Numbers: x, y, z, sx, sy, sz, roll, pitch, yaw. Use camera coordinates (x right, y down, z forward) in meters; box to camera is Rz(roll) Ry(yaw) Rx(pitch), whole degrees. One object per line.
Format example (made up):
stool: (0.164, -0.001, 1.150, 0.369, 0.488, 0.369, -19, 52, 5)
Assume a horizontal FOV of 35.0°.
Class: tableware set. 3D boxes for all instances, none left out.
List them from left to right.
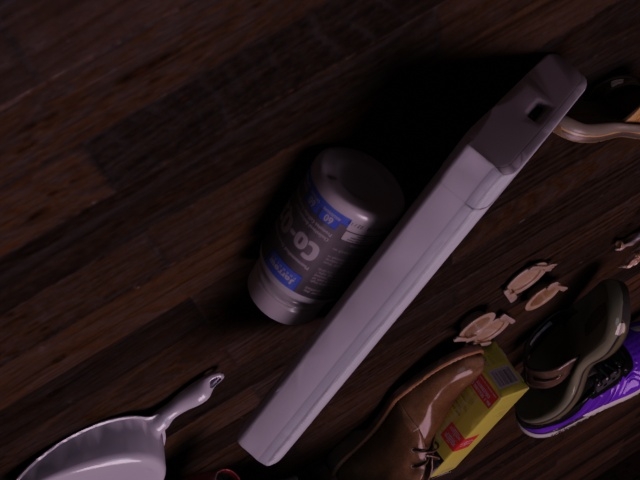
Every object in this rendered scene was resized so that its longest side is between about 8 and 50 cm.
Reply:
tableware set: (0.238, 0.086, 1.282, 0.168, 0.020, 0.141, -41, 153, 16)

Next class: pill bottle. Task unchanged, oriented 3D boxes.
pill bottle: (0.000, 0.000, 0.791, 0.078, 0.078, 0.137, -8, 144, -42)

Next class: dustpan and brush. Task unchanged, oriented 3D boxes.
dustpan and brush: (-0.176, 0.197, 0.968, 0.211, 0.060, 0.147, -30, 142, 6)

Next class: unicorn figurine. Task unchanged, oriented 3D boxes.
unicorn figurine: (0.448, -0.025, 1.302, 0.111, 0.060, 0.162, -17, 166, -32)

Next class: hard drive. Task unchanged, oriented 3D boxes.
hard drive: (0.074, 0.018, 0.847, 0.353, 0.047, 0.233, -54, 173, 36)

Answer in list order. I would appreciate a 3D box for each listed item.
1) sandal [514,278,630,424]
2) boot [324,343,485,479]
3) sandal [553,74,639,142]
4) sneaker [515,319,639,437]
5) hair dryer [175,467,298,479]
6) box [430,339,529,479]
sandal: (0.334, 0.150, 1.429, 0.086, 0.120, 0.303, 6, 139, -13)
boot: (0.132, 0.255, 1.345, 0.112, 0.115, 0.305, 0, 138, -46)
sandal: (0.269, -0.124, 0.916, 0.180, 0.072, 0.049, -9, 123, -34)
sneaker: (0.447, 0.223, 1.663, 0.293, 0.102, 0.146, -35, 153, 3)
hair dryer: (-0.132, 0.301, 1.177, 0.223, 0.080, 0.293, -30, 169, -14)
box: (0.195, 0.243, 1.428, 0.058, 0.087, 0.232, -12, 148, -37)
